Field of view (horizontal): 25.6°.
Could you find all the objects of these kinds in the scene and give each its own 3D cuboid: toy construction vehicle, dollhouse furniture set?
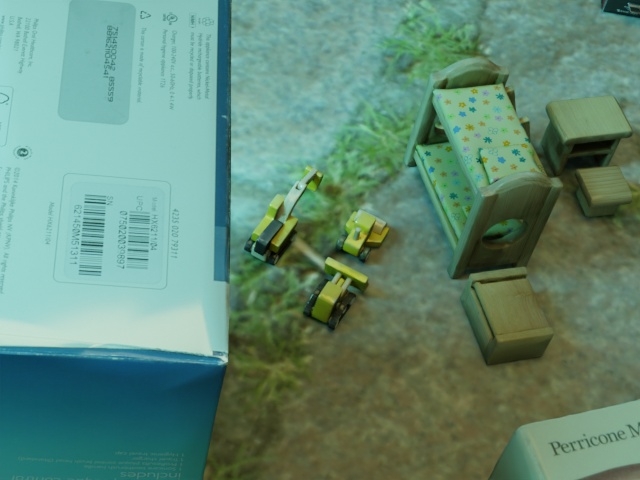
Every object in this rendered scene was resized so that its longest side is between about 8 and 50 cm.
[{"bbox_3d":[0.000,0.000,0.944,0.086,0.035,0.098,30,53,12],"label":"toy construction vehicle"},{"bbox_3d":[0.168,-0.029,0.958,0.161,0.101,0.182,-8,55,-17],"label":"dollhouse furniture set"}]

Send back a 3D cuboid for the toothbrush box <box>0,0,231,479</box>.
[{"bbox_3d":[-0.121,0.048,0.717,0.126,0.295,0.216,5,51,-9],"label":"toothbrush box"}]

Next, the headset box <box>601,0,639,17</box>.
[{"bbox_3d":[0.266,-0.218,1.168,0.062,0.032,0.083,9,52,-4],"label":"headset box"}]

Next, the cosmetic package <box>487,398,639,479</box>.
[{"bbox_3d":[0.207,0.239,0.742,0.153,0.129,0.296,-11,55,-18],"label":"cosmetic package"}]
